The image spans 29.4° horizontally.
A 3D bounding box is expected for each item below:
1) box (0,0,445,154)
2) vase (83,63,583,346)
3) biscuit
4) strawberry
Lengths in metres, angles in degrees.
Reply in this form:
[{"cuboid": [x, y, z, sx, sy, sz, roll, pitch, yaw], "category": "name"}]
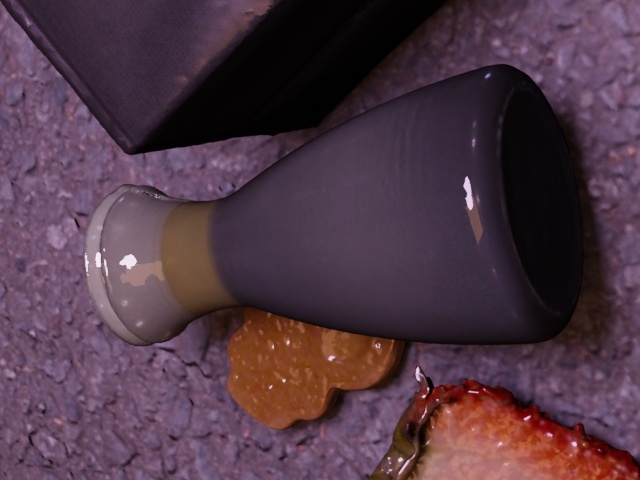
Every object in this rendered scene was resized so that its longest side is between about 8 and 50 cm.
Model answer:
[{"cuboid": [-0.091, -0.247, 0.794, 0.204, 0.251, 0.345, -44, 80, 25], "category": "box"}, {"cuboid": [0.000, 0.000, 0.822, 0.321, 0.173, 0.173, -11, 96, 29], "category": "vase"}, {"cuboid": [0.008, 0.040, 0.922, 0.144, 0.040, 0.236, 38, 112, 20], "category": "biscuit"}, {"cuboid": [0.129, 0.192, 0.870, 0.208, 0.087, 0.167, 28, 92, 0], "category": "strawberry"}]
